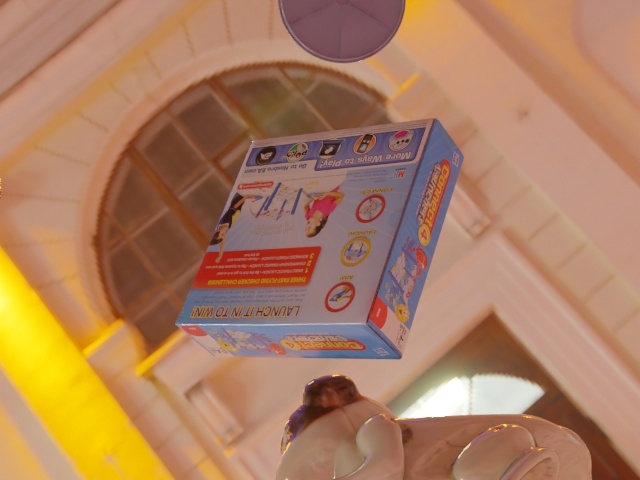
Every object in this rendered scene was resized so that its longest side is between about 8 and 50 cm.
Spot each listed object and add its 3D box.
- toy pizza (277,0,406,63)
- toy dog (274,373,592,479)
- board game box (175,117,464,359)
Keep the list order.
[{"bbox_3d":[0.032,-0.375,1.860,0.201,0.201,0.032,-40,7,-4],"label":"toy pizza"},{"bbox_3d":[0.123,0.311,1.578,0.395,0.407,0.285,-49,-44,-42],"label":"toy dog"},{"bbox_3d":[0.000,0.000,1.538,0.086,0.308,0.302,46,-127,-41],"label":"board game box"}]
